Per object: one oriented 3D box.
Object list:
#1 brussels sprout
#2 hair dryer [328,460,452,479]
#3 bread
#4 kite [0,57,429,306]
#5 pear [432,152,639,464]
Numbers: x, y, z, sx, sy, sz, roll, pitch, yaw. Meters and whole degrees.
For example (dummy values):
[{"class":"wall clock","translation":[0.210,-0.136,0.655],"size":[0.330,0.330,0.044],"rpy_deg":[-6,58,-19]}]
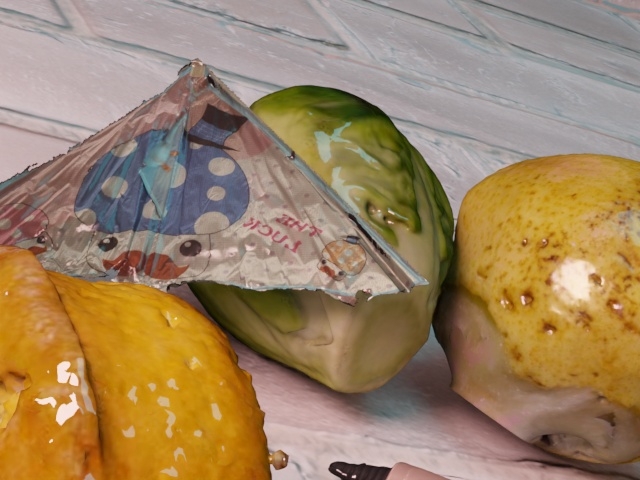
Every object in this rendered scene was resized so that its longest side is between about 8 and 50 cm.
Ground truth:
[{"class":"brussels sprout","translation":[0.000,0.000,1.505],"size":[0.219,0.210,0.271],"rpy_deg":[40,12,-40]},{"class":"hair dryer","translation":[0.166,0.215,1.323],"size":[0.344,0.107,0.189],"rpy_deg":[22,12,17]},{"class":"bread","translation":[-0.137,0.114,1.087],"size":[0.194,0.179,0.340],"rpy_deg":[13,23,-31]},{"class":"kite","translation":[-0.120,0.002,1.377],"size":[0.406,0.014,0.368],"rpy_deg":[3,51,7]},{"class":"pear","translation":[0.220,0.052,1.564],"size":[0.271,0.271,0.271],"rpy_deg":[22,20,-8]}]
